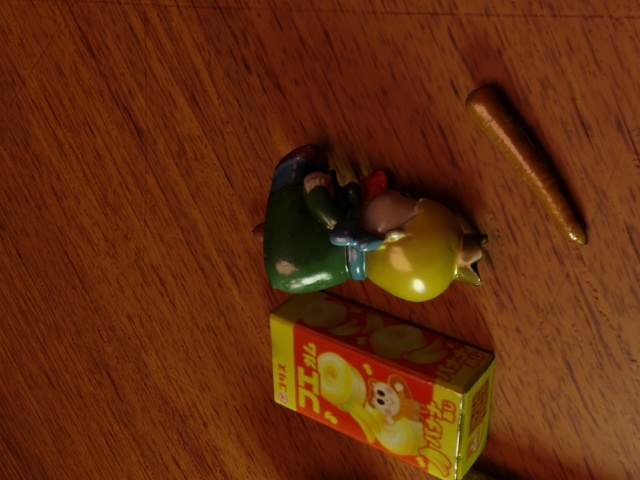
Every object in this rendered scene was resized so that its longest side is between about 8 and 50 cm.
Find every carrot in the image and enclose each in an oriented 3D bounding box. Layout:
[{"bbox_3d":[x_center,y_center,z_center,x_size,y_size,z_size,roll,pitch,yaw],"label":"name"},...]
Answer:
[{"bbox_3d":[0.204,-0.070,0.819,0.190,0.037,0.037,54,135,-1],"label":"carrot"}]

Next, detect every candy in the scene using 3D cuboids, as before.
[{"bbox_3d":[0.069,0.170,1.034,0.276,0.088,0.146,17,125,31],"label":"candy"}]

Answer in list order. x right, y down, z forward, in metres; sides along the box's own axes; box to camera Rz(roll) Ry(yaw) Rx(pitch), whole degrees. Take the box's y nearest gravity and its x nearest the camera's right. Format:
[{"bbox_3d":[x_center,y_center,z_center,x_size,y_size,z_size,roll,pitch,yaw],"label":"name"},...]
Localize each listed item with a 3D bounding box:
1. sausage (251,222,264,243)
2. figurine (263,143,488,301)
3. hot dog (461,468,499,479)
[{"bbox_3d":[0.000,0.000,1.030,0.223,0.029,0.029,7,119,36],"label":"sausage"},{"bbox_3d":[0.061,-0.022,0.919,0.234,0.185,0.127,-7,142,16],"label":"figurine"},{"bbox_3d":[0.276,0.342,0.978,0.289,0.068,0.083,23,142,32],"label":"hot dog"}]
